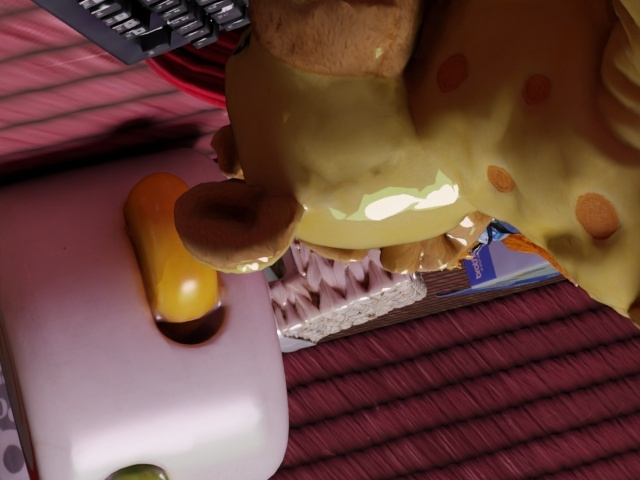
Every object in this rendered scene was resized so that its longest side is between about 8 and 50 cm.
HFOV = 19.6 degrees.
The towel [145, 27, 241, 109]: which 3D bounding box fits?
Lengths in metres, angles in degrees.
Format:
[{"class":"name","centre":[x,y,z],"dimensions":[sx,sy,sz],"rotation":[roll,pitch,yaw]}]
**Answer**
[{"class":"towel","centre":[0.046,-0.037,0.810],"dimensions":[0.199,0.031,0.275],"rotation":[24,-177,15]}]

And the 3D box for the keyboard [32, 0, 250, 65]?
[{"class":"keyboard","centre":[-0.085,-0.090,0.542],"dimensions":[0.201,0.033,0.317],"rotation":[-16,173,7]}]

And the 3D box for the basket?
[{"class":"basket","centre":[0.000,0.000,1.152],"dimensions":[0.103,0.113,0.167],"rotation":[-20,173,4]}]

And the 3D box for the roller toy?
[{"class":"roller toy","centre":[-0.097,0.049,0.994],"dimensions":[0.146,0.209,0.191],"rotation":[-13,-157,-13]}]

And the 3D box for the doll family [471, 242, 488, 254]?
[{"class":"doll family","centre":[0.116,-0.028,1.369],"dimensions":[0.111,0.076,0.193],"rotation":[-23,176,27]}]

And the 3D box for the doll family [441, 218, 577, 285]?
[{"class":"doll family","centre":[0.147,-0.029,1.194],"dimensions":[0.163,0.118,0.263],"rotation":[-19,172,35]}]

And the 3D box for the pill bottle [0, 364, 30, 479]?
[{"class":"pill bottle","centre":[-0.130,0.146,1.164],"dimensions":[0.176,0.318,0.176],"rotation":[-15,172,-2]}]

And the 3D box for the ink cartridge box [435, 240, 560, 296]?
[{"class":"ink cartridge box","centre":[0.282,-0.010,1.927],"dimensions":[0.186,0.065,0.311],"rotation":[-8,168,-47]}]

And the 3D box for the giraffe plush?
[{"class":"giraffe plush","centre":[0.049,-0.053,0.552],"dimensions":[0.170,0.210,0.181],"rotation":[3,-178,19]}]
